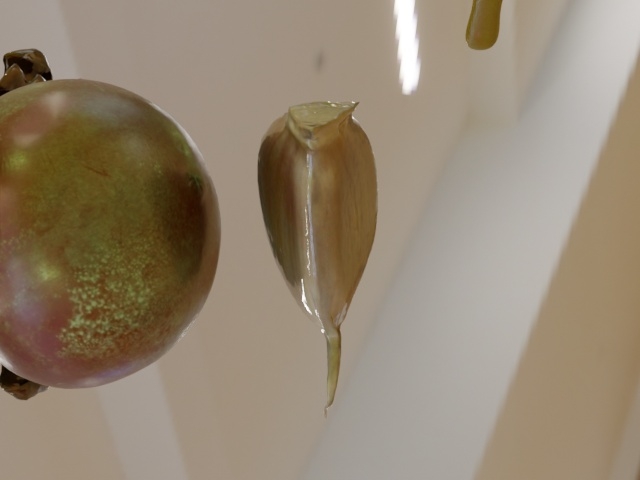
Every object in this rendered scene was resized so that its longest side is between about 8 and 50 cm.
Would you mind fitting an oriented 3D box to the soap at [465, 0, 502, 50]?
[{"bbox_3d":[0.156,-0.219,1.524,0.012,0.034,0.089,-113,25,-57],"label":"soap"}]

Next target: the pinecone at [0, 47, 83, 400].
[{"bbox_3d":[-0.381,-0.007,1.677,0.384,0.384,0.385,11,-90,-71],"label":"pinecone"}]

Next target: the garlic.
[{"bbox_3d":[0.002,0.003,1.399,0.148,0.128,0.267,-33,-62,-51],"label":"garlic"}]

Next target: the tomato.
[{"bbox_3d":[-0.198,-0.012,1.413,0.270,0.222,0.270,55,-160,-32],"label":"tomato"}]
